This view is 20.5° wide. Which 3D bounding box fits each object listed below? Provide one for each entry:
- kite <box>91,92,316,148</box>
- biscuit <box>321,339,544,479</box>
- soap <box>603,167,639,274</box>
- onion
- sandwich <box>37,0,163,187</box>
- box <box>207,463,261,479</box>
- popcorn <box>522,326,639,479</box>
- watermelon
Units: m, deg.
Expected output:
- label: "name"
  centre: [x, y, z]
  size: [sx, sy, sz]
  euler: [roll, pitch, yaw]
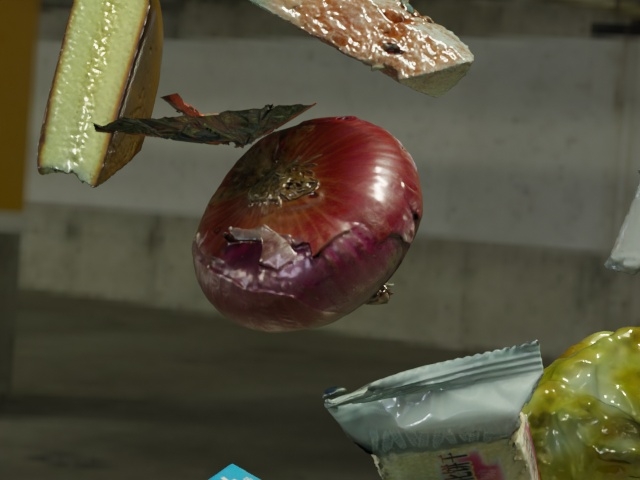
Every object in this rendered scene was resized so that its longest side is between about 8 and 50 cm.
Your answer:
- label: "kite"
  centre: [-0.098, -0.110, 1.627]
  size: [0.232, 0.009, 0.189]
  euler: [-4, -12, 20]
- label: "biscuit"
  centre: [0.120, 0.207, 1.573]
  size: [0.186, 0.079, 0.309]
  euler: [-10, -41, 6]
- label: "soap"
  centre: [0.422, -0.025, 1.756]
  size: [0.258, 0.158, 0.302]
  euler: [11, 4, 8]
- label: "onion"
  centre: [0.000, 0.000, 2.488]
  size: [0.348, 0.347, 0.285]
  euler: [6, -35, 46]
- label: "sandwich"
  centre: [-0.228, -0.162, 1.854]
  size: [0.094, 0.258, 0.096]
  euler: [7, -22, 13]
- label: "box"
  centre: [-0.058, 0.362, 1.927]
  size: [0.265, 0.048, 0.273]
  euler: [26, 23, 17]
- label: "popcorn"
  centre: [0.352, 0.232, 1.868]
  size: [0.334, 0.292, 0.293]
  euler: [2, 38, 7]
- label: "watermelon"
  centre: [0.042, -0.219, 1.783]
  size: [0.241, 0.094, 0.154]
  euler: [35, 20, 19]
